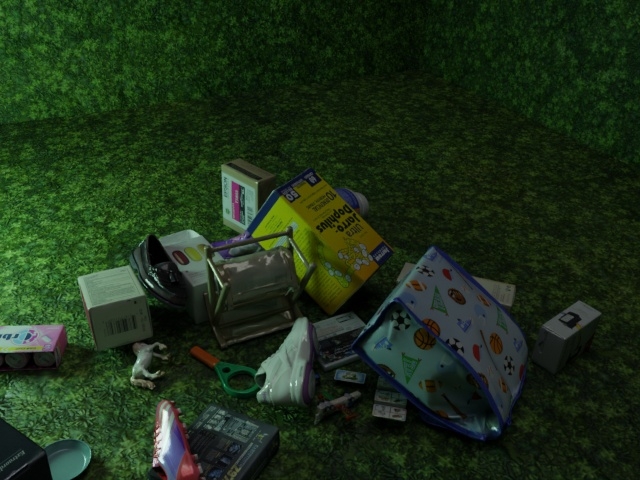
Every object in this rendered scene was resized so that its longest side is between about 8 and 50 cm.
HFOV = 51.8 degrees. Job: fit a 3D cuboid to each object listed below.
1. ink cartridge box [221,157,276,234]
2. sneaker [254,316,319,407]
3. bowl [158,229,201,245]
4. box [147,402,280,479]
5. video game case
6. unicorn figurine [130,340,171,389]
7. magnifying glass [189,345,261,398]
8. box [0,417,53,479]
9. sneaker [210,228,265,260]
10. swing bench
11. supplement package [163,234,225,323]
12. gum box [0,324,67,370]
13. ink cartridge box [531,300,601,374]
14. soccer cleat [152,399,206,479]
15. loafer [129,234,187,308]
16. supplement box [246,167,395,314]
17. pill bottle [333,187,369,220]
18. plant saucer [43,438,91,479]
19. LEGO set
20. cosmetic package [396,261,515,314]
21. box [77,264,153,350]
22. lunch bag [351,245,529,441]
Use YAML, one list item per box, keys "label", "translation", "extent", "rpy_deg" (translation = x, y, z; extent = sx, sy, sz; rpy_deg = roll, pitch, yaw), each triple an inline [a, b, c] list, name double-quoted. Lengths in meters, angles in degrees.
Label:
- label: "ink cartridge box"
  translation: [-0.243, -0.134, 2.229]
  extent: [0.193, 0.235, 0.088]
  rpy_deg: [26, 38, 36]
- label: "sneaker"
  translation: [-0.083, 0.289, 1.622]
  extent: [0.152, 0.114, 0.305]
  rpy_deg: [-9, 26, 10]
- label: "bowl"
  translation: [-0.442, 0.029, 2.124]
  extent: [0.142, 0.053, 0.142]
  rpy_deg: [-22, 37, -33]
- label: "box"
  translation: [-0.220, 0.463, 1.400]
  extent: [0.183, 0.059, 0.233]
  rpy_deg: [13, 33, 23]
- label: "video game case"
  translation: [0.051, 0.269, 1.779]
  extent: [0.190, 0.022, 0.173]
  rpy_deg: [-14, 34, -26]
- label: "unicorn figurine"
  translation: [-0.436, 0.299, 1.661]
  extent: [0.111, 0.060, 0.162]
  rpy_deg: [-2, 35, 15]
- label: "magnifying glass"
  translation: [-0.244, 0.328, 1.665]
  extent: [0.231, 0.026, 0.092]
  rpy_deg: [26, 39, 31]
- label: "box"
  translation: [-0.733, 0.465, 1.225]
  extent: [0.395, 0.212, 0.293]
  rpy_deg: [20, 35, 29]
- label: "sneaker"
  translation: [-0.239, 0.006, 2.123]
  extent: [0.236, 0.105, 0.095]
  rpy_deg: [-2, 32, -4]
- label: "swing bench"
  translation: [-0.170, 0.128, 1.762]
  extent: [0.253, 0.255, 0.165]
  rpy_deg: [-13, 47, -24]
- label: "supplement package"
  translation: [-0.353, 0.108, 1.916]
  extent: [0.139, 0.134, 0.244]
  rpy_deg: [-17, 35, -29]
- label: "gum box"
  translation: [-0.760, 0.274, 1.687]
  extent: [0.188, 0.062, 0.107]
  rpy_deg: [-1, 31, -4]
- label: "ink cartridge box"
  translation: [0.645, 0.255, 1.729]
  extent: [0.175, 0.128, 0.072]
  rpy_deg: [-23, 41, -34]
- label: "soccer cleat"
  translation: [-0.309, 0.420, 1.341]
  extent: [0.095, 0.083, 0.248]
  rpy_deg: [-19, 37, -19]
- label: "loafer"
  translation: [-0.443, 0.079, 1.816]
  extent: [0.109, 0.095, 0.302]
  rpy_deg: [21, 12, -42]
- label: "supplement box"
  translation: [0.000, 0.000, 1.907]
  extent: [0.356, 0.195, 0.194]
  rpy_deg: [45, 42, 5]
- label: "pill bottle"
  translation: [0.048, -0.100, 2.238]
  extent: [0.152, 0.152, 0.272]
  rpy_deg: [24, 21, 33]
- label: "plant saucer"
  translation: [-0.549, 0.475, 1.402]
  extent: [0.119, 0.021, 0.119]
  rpy_deg: [1, 30, -1]
- label: "LEGO set"
  translation: [0.086, 0.382, 1.590]
  extent: [0.244, 0.060, 0.182]
  rpy_deg: [8, 19, 7]
- label: "cosmetic package"
  translation: [0.363, 0.180, 1.812]
  extent: [0.309, 0.160, 0.113]
  rpy_deg: [13, 32, 17]
- label: "box"
  translation: [-0.551, 0.176, 1.762]
  extent: [0.148, 0.127, 0.232]
  rpy_deg: [-13, 23, -22]
- label: "lunch bag"
  translation: [0.315, 0.258, 1.592]
  extent: [0.385, 0.239, 0.328]
  rpy_deg: [39, 37, 5]
